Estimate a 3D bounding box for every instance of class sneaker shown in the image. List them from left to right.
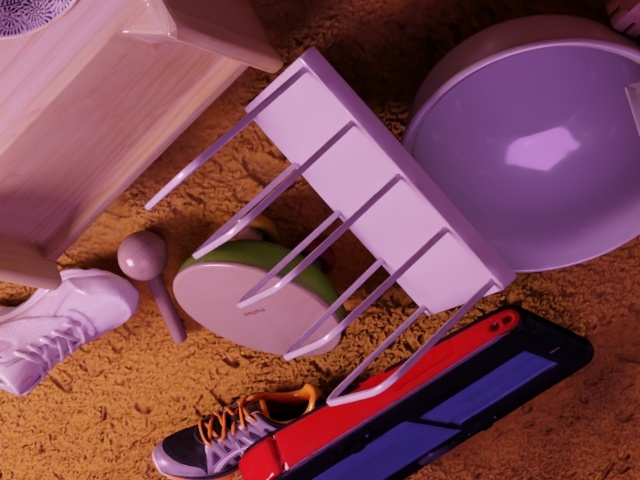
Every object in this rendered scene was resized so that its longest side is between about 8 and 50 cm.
[{"bbox_3d":[-0.291,0.110,1.794,0.232,0.115,0.090,-23,130,16],"label":"sneaker"},{"bbox_3d":[-0.086,0.213,1.946,0.215,0.084,0.083,-14,132,-10],"label":"sneaker"}]

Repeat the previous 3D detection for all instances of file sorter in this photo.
[{"bbox_3d":[0.000,0.000,1.597,0.173,0.193,0.277,-44,95,-19],"label":"file sorter"}]

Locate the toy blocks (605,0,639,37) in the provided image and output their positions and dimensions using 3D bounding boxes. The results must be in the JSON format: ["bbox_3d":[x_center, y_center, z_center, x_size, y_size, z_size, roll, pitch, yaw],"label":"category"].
[{"bbox_3d":[0.359,-0.279,1.553,0.381,0.190,0.261,16,139,-32],"label":"toy blocks"}]

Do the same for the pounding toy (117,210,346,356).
[{"bbox_3d":[-0.073,0.029,1.794,0.237,0.110,0.183,4,148,27],"label":"pounding toy"}]

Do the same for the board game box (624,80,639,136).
[{"bbox_3d":[0.389,-0.029,1.576,0.142,0.144,0.275,-18,143,11],"label":"board game box"}]

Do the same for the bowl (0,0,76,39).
[{"bbox_3d":[-0.288,-0.268,1.509,0.170,0.080,0.170,-5,130,-6],"label":"bowl"}]

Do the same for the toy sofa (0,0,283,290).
[{"bbox_3d":[-0.224,-0.132,1.610,0.362,0.177,0.150,-43,147,24],"label":"toy sofa"}]

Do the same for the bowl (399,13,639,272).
[{"bbox_3d":[0.207,-0.116,1.668,0.298,0.134,0.298,-5,135,-5],"label":"bowl"}]

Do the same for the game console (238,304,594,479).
[{"bbox_3d":[0.112,0.185,1.825,0.342,0.060,0.386,-29,164,13],"label":"game console"}]
